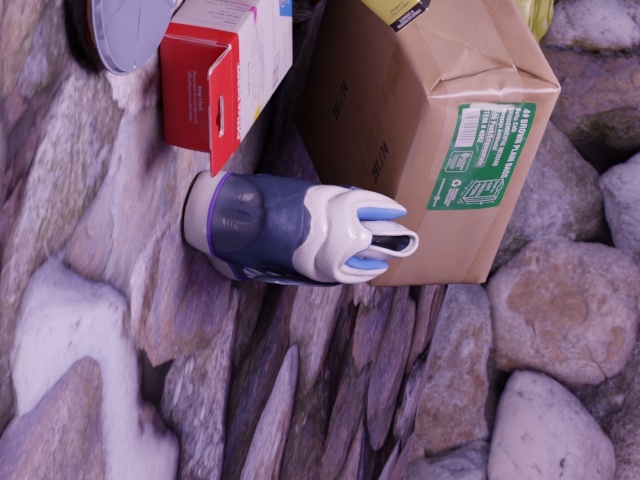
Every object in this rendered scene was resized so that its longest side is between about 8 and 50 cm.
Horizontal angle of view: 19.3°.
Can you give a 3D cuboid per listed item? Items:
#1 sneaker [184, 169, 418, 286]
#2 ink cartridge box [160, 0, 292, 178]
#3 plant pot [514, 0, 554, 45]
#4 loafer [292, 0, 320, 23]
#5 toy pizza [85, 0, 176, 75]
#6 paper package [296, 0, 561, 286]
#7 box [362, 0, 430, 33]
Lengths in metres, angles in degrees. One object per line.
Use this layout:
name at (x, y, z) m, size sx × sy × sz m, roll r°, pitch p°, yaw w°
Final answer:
sneaker at (0.000, -0.001, 2.112) m, size 0.323 × 0.236 × 0.130 m, roll 22°, pitch 81°, yaw -75°
ink cartridge box at (-0.100, -0.181, 1.896) m, size 0.231 × 0.078 × 0.134 m, roll -60°, pitch 157°, yaw -49°
plant pot at (0.170, -0.321, 2.460) m, size 0.276 × 0.254 × 0.276 m, roll 12°, pitch 90°, yaw -76°
loafer at (-0.016, -0.291, 2.158) m, size 0.170 × 0.061 × 0.062 m, roll -62°, pitch 158°, yaw -49°
toy pizza at (-0.170, -0.247, 1.669) m, size 0.201 × 0.032 × 0.201 m, roll 11°, pitch 90°, yaw -75°
paper package at (0.114, -0.153, 2.182) m, size 0.325 × 0.168 × 0.309 m, roll 106°, pitch -30°, yaw -45°
box at (0.026, -0.329, 1.986) m, size 0.058 × 0.232 × 0.087 m, roll -35°, pitch -159°, yaw 42°
